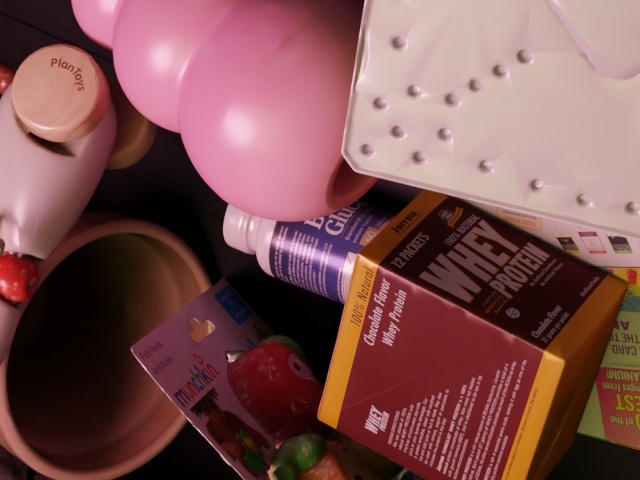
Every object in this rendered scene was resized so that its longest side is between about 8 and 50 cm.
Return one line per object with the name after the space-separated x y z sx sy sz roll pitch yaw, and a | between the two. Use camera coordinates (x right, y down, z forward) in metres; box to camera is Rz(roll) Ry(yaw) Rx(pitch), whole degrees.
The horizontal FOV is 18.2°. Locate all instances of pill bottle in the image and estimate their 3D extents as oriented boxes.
0.000 0.000 1.827 0.169 0.094 0.094 20 127 23 | pill bottle

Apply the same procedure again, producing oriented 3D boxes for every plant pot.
-0.270 0.087 1.989 0.229 0.263 0.263 17 128 47 | plant pot

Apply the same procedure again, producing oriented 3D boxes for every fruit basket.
-0.002 0.186 1.820 0.165 0.327 0.353 -37 90 15 | fruit basket

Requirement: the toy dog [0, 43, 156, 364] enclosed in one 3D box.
-0.292 -0.043 1.779 0.161 0.333 0.220 25 152 20 | toy dog

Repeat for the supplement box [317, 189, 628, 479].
0.125 0.095 1.687 0.194 0.129 0.191 27 130 18 | supplement box

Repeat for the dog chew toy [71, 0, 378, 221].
-0.082 -0.164 1.720 0.332 0.206 0.206 37 133 20 | dog chew toy

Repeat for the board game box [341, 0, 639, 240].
0.233 -0.191 1.487 0.390 0.050 0.390 14 118 9 | board game box

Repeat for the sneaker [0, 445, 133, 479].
-0.237 0.285 2.054 0.483 0.185 0.202 35 148 -21 | sneaker

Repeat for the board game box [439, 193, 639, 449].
0.221 0.020 1.707 0.242 0.064 0.316 13 124 28 | board game box
